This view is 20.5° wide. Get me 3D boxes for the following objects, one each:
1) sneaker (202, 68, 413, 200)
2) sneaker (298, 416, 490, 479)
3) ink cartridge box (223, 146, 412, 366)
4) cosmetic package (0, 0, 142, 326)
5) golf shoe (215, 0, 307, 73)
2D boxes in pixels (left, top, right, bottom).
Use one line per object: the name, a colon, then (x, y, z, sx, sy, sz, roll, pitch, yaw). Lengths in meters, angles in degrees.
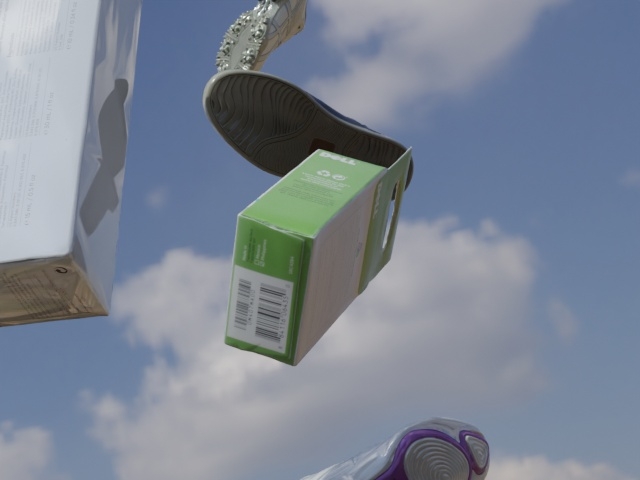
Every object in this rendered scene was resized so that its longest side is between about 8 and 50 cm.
sneaker: (-0.031, -0.099, 1.653, 0.222, 0.083, 0.118, 25, 0, -29)
sneaker: (0.052, 0.279, 2.034, 0.305, 0.114, 0.152, -20, 6, -25)
ink cartridge box: (0.000, 0.000, 1.358, 0.062, 0.109, 0.209, 17, 27, 17)
cosmetic package: (-0.296, -0.105, 1.407, 0.284, 0.377, 0.097, -5, -34, 12)
golf shoe: (-0.051, -0.232, 1.954, 0.086, 0.176, 0.069, 23, 5, -43)
